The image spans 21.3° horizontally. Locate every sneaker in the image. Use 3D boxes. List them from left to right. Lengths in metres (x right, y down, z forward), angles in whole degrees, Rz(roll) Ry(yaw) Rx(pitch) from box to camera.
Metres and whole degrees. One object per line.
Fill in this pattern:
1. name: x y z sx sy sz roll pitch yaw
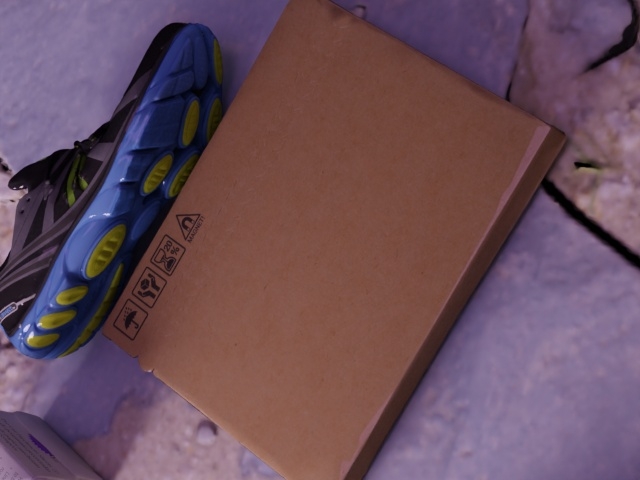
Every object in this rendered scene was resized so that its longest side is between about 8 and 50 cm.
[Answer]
1. sneaker: -0.114 -0.031 0.851 0.078 0.067 0.188 38 102 26

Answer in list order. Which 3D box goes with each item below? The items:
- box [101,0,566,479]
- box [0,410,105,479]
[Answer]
1. box: 0.000 0.000 0.801 0.164 0.021 0.201 34 97 33
2. box: -0.224 0.235 0.857 0.067 0.063 0.324 36 98 31
